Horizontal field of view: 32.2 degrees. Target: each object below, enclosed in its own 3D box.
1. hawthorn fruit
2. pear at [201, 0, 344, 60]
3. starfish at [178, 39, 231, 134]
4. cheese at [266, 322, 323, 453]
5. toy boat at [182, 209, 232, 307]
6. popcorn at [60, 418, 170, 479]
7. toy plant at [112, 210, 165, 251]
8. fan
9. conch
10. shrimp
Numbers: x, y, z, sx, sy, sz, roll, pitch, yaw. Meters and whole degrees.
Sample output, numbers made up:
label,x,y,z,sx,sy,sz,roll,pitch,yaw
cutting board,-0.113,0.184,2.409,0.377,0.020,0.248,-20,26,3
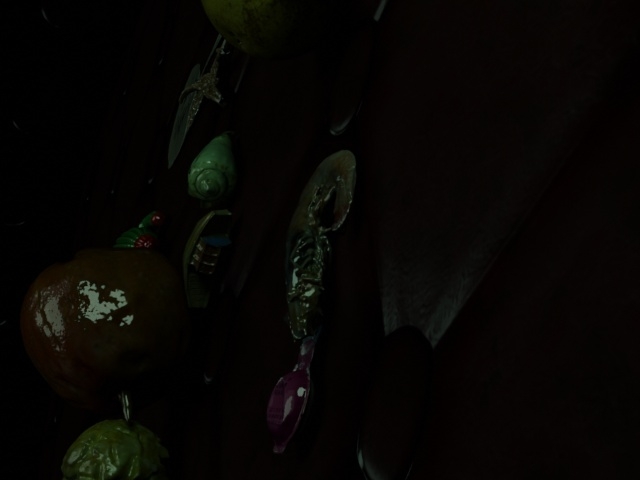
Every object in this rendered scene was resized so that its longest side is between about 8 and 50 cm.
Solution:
label,x,y,z,sx,sy,sz,roll,pitch,yaw
hawthorn fruit,-0.324,0.159,1.744,0.277,0.277,0.298,-62,34,37
pear,-0.061,-0.328,1.442,0.197,0.197,0.197,-166,90,-73
starfish,-0.207,-0.302,2.088,0.238,0.057,0.213,-15,54,66
cheese,-0.026,0.158,1.189,0.095,0.038,0.145,-22,50,67
toy boat,-0.176,0.027,1.721,0.066,0.065,0.172,50,129,45
popcorn,-0.308,0.383,1.695,0.212,0.198,0.198,52,135,23
toy plant,-0.373,0.009,2.300,0.240,0.088,0.154,-42,22,49
fan,-0.271,-0.325,2.366,0.414,0.012,0.233,124,153,-48
conch,-0.172,-0.111,1.808,0.106,0.079,0.170,-58,8,29
shrimp,-0.002,-0.001,1.220,0.143,0.052,0.251,127,153,-45
